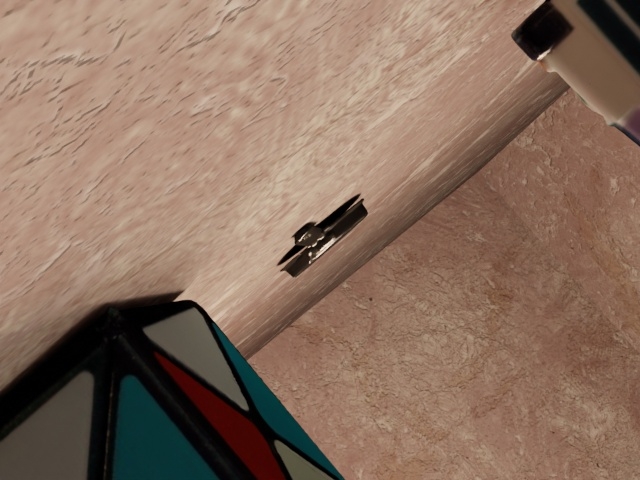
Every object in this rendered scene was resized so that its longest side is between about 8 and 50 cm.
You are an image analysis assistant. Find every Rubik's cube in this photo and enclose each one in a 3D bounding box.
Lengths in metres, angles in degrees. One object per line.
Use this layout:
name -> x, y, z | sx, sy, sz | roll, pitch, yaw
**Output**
Rubik's cube -> -0.136, 0.212, 0.764 | 0.246, 0.250, 0.248 | -41, 178, 4

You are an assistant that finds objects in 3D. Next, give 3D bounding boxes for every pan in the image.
pan -> 0.000, 0.000, 1.221 | 0.136, 0.028, 0.235 | -42, 175, 7

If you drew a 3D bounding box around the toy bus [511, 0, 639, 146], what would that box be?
toy bus -> 0.372, -0.225, 0.721 | 0.440, 0.249, 0.209 | -43, 175, 24
